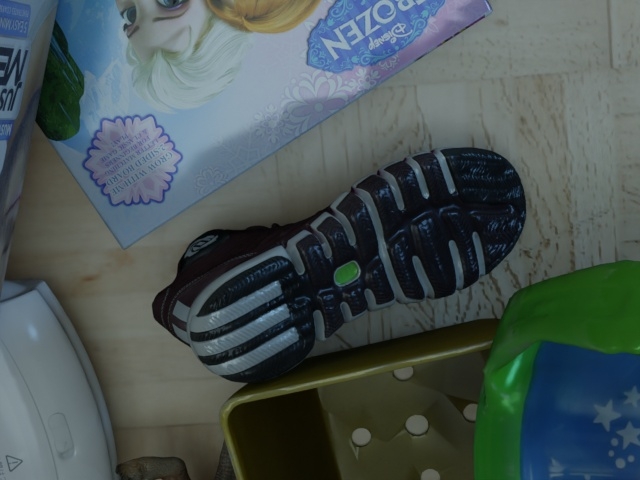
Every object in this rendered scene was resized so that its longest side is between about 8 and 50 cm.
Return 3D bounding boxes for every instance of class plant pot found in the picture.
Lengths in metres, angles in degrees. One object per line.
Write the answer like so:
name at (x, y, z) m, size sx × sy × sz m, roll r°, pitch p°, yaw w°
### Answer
plant pot at (0.068, 0.161, 1.088) m, size 0.212 × 0.187 × 0.212 m, roll -13°, pitch 101°, yaw 8°

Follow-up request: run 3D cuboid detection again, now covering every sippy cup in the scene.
sippy cup at (0.247, 0.130, 0.913) m, size 0.224 × 0.305 × 0.240 m, roll -5°, pitch 86°, yaw 43°

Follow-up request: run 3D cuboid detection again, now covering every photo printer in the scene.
photo printer at (-0.310, 0.165, 1.160) m, size 0.307 × 0.107 × 0.256 m, roll -11°, pitch 102°, yaw 6°

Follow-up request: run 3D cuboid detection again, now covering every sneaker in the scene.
sneaker at (0.000, 0.000, 1.105) m, size 0.281 × 0.162 × 0.106 m, roll -23°, pitch 109°, yaw -27°

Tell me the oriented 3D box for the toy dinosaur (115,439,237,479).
toy dinosaur at (-0.052, 0.257, 1.150) m, size 0.127 × 0.200 × 0.296 m, roll -8°, pitch 73°, yaw 46°

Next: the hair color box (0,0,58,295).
hair color box at (-0.259, -0.050, 0.980) m, size 0.110 × 0.185 × 0.339 m, roll 14°, pitch 96°, yaw 3°

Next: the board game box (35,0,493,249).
board game box at (-0.095, -0.209, 1.079) m, size 0.318 × 0.066 × 0.318 m, roll -33°, pitch 98°, yaw 11°
